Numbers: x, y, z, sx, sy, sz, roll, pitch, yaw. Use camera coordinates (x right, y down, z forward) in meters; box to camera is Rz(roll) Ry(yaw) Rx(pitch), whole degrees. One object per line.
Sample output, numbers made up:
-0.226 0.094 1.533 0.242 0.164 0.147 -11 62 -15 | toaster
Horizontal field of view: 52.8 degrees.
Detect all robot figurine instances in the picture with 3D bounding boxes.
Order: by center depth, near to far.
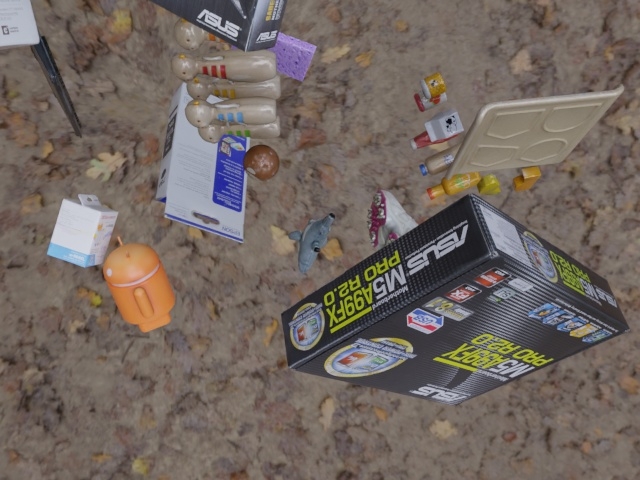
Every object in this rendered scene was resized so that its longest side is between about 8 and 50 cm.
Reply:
-0.405 0.097 1.438 0.128 0.158 0.219 0 124 19 | robot figurine

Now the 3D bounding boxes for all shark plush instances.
0.000 0.000 1.185 0.073 0.161 0.067 23 53 -24 | shark plush

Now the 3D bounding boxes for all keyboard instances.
-0.525 -0.332 1.255 0.033 0.317 0.201 -29 88 -16 | keyboard

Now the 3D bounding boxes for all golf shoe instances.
0.197 -0.008 1.530 0.140 0.306 0.115 8 129 -18 | golf shoe

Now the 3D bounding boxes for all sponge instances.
-0.126 -0.503 1.703 0.210 0.117 0.031 20 60 -7 | sponge

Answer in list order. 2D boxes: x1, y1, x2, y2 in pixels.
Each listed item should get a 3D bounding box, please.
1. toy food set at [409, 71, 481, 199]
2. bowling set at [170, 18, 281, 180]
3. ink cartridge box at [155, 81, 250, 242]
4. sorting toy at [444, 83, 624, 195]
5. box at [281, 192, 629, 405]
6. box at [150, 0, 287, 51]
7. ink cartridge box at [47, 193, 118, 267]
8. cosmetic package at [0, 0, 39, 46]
0.218 -0.202 1.248 0.105 0.111 0.232 -24 115 9 | toy food set
-0.138 -0.188 0.928 0.154 0.287 0.199 -2 81 0 | bowling set
-0.226 -0.145 1.263 0.166 0.065 0.332 22 51 -29 | ink cartridge box
0.318 -0.153 1.047 0.229 0.307 0.041 -11 70 -7 | sorting toy
0.134 0.077 0.610 0.216 0.060 0.270 -35 141 30 | box
-0.125 -0.322 0.646 0.231 0.056 0.183 33 125 18 | box
-0.509 -0.027 1.392 0.090 0.092 0.143 19 95 4 | ink cartridge box
-0.532 -0.337 0.906 0.184 0.151 0.151 3 111 31 | cosmetic package
